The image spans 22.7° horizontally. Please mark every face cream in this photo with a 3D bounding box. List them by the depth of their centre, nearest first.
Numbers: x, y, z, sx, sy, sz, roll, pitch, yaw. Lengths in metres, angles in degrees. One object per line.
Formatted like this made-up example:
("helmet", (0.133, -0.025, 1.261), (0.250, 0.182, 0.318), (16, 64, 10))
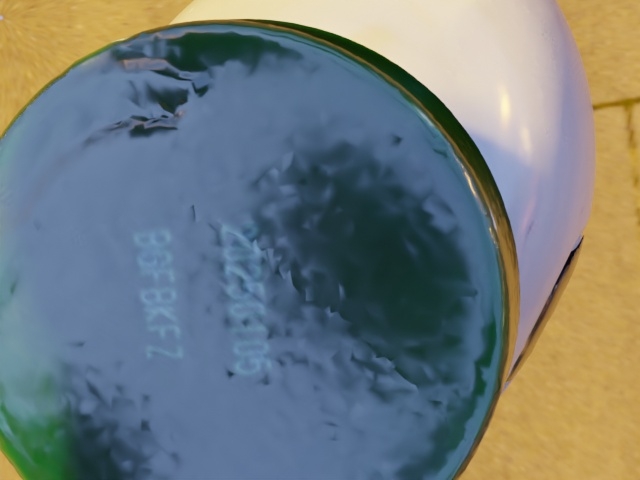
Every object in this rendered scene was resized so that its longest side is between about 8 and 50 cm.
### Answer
("face cream", (0.000, 0.000, 0.736), (0.219, 0.357, 0.312), (30, 104, 8))
